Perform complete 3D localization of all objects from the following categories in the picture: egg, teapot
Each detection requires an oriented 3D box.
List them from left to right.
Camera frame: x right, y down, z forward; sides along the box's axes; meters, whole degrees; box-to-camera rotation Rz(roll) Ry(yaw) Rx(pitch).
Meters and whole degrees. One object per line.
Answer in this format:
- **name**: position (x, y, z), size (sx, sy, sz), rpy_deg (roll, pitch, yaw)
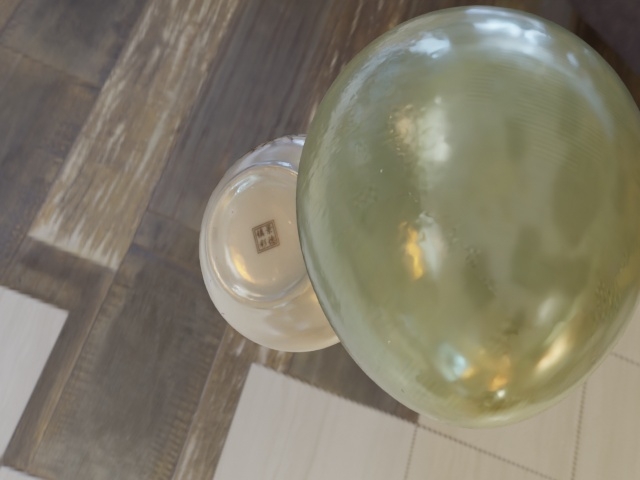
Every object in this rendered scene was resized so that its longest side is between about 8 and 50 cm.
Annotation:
- **teapot**: position (0.000, 0.000, 0.943), size (0.299, 0.166, 0.208), rpy_deg (-16, 65, 18)
- **egg**: position (0.093, -0.014, 0.585), size (0.218, 0.218, 0.295), rpy_deg (17, 39, -11)
